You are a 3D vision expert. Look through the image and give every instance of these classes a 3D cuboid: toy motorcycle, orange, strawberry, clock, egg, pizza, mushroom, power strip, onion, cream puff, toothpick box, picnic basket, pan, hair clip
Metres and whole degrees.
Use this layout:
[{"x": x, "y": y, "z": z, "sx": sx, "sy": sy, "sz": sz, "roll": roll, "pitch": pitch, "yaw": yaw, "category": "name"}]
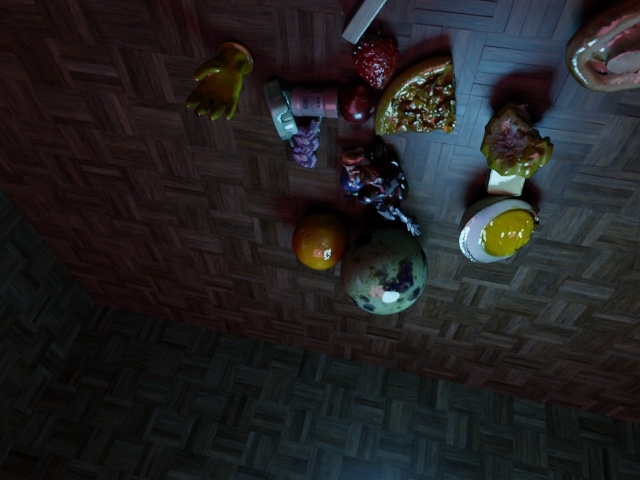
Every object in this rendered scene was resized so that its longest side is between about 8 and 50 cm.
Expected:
[{"x": 0.245, "y": -0.159, "z": 1.713, "sx": 0.134, "sy": 0.207, "sz": 0.401, "roll": 13, "pitch": 153, "yaw": 44, "category": "toy motorcycle"}, {"x": 0.000, "y": 0.000, "z": 1.995, "sx": 0.246, "sy": 0.246, "sz": 0.246, "roll": 11, "pitch": 145, "yaw": 8, "category": "orange"}, {"x": 0.154, "y": -0.508, "z": 1.370, "sx": 0.140, "sy": 0.085, "sz": 0.192, "roll": 19, "pitch": 147, "yaw": -8, "category": "strawberry"}, {"x": -0.123, "y": -0.410, "z": 1.566, "sx": 0.066, "sy": 0.159, "sz": 0.211, "roll": -19, "pitch": 146, "yaw": 4, "category": "clock"}, {"x": 0.259, "y": 0.111, "z": 1.917, "sx": 0.344, "sy": 0.428, "sz": 0.345, "roll": 7, "pitch": 112, "yaw": 18, "category": "egg"}, {"x": 0.272, "y": -0.428, "z": 1.439, "sx": 0.268, "sy": 0.087, "sz": 0.258, "roll": 3, "pitch": 140, "yaw": 23, "category": "pizza"}, {"x": 0.735, "y": -0.465, "z": 1.135, "sx": 0.278, "sy": 0.146, "sz": 0.278, "roll": 6, "pitch": 151, "yaw": 3, "category": "mushroom"}, {"x": 0.148, "y": -0.629, "z": 1.195, "sx": 0.053, "sy": 0.093, "sz": 0.288, "roll": 26, "pitch": 144, "yaw": -17, "category": "power strip"}, {"x": 0.116, "y": -0.422, "z": 1.466, "sx": 0.131, "sy": 0.131, "sz": 0.131, "roll": 11, "pitch": 145, "yaw": 8, "category": "onion"}, {"x": 0.577, "y": -0.284, "z": 1.411, "sx": 0.194, "sy": 0.221, "sz": 0.195, "roll": -24, "pitch": 167, "yaw": -6, "category": "cream puff"}, {"x": -0.010, "y": -0.442, "z": 1.513, "sx": 0.148, "sy": 0.098, "sz": 0.098, "roll": 6, "pitch": 144, "yaw": 15, "category": "toothpick box"}, {"x": 0.616, "y": -0.230, "z": 1.569, "sx": 0.115, "sy": 0.080, "sz": 0.164, "roll": 9, "pitch": 144, "yaw": 13, "category": "picnic basket"}, {"x": 0.623, "y": -0.071, "z": 1.720, "sx": 0.264, "sy": 0.174, "sz": 0.286, "roll": 26, "pitch": 122, "yaw": -24, "category": "egg"}, {"x": 0.288, "y": -0.088, "z": 1.942, "sx": 0.235, "sy": 0.028, "sz": 0.136, "roll": 11, "pitch": 146, "yaw": 13, "category": "pan"}, {"x": -0.045, "y": -0.345, "z": 1.693, "sx": 0.106, "sy": 0.084, "sz": 0.292, "roll": 33, "pitch": 150, "yaw": 7, "category": "hair clip"}]

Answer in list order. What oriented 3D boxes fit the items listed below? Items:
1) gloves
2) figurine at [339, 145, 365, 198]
[{"x": -0.299, "y": -0.465, "z": 1.427, "sx": 0.133, "sy": 0.294, "sz": 0.116, "roll": 17, "pitch": 146, "yaw": 0, "category": "gloves"}, {"x": 0.115, "y": -0.251, "z": 1.739, "sx": 0.102, "sy": 0.111, "sz": 0.195, "roll": -4, "pitch": 137, "yaw": 5, "category": "figurine"}]
